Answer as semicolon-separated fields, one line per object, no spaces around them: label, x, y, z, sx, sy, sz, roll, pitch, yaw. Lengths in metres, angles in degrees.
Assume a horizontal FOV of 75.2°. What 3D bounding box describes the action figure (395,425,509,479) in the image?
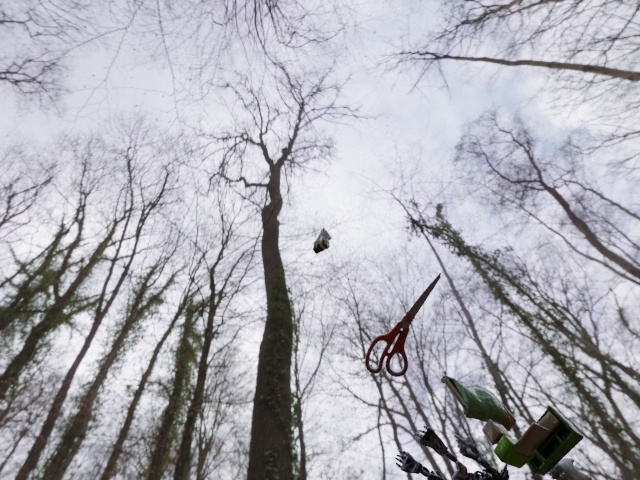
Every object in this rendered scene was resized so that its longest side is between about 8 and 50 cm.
action figure;0.311;0.524;0.939;0.275;0.141;0.164;38;-94;-13

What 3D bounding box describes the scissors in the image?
scissors;0.199;0.202;1.020;0.109;0.021;0.297;19;-81;7

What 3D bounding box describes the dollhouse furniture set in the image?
dollhouse furniture set;0.509;0.455;1.151;0.197;0.301;0.151;28;-78;-23

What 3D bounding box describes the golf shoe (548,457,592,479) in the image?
golf shoe;0.694;0.656;1.088;0.086;0.176;0.069;-19;-43;-15

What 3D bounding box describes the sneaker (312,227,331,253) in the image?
sneaker;0.000;0.000;0.874;0.035;0.083;0.031;-33;-75;18
